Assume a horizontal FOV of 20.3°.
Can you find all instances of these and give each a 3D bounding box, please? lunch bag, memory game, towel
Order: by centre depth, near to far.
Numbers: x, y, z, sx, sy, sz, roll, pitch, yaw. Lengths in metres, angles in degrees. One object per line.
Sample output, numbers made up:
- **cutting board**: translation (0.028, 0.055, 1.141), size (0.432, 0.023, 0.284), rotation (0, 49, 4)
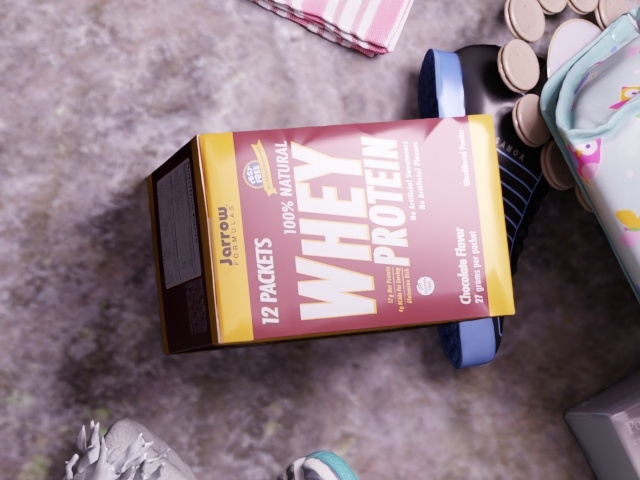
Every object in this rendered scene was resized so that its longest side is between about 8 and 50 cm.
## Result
- **lunch bag**: translation (0.261, -0.040, 1.215), size (0.160, 0.262, 0.223), rotation (-27, 104, 13)
- **towel**: translation (-0.011, -0.233, 1.284), size (0.197, 0.029, 0.144), rotation (25, 78, -11)
- **memory game**: translation (0.190, -0.112, 1.289), size (0.186, 0.012, 0.186), rotation (14, 69, -41)

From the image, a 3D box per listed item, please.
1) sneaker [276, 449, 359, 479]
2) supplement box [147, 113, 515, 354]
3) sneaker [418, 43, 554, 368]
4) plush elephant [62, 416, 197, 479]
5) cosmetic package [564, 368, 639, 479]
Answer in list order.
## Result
- **sneaker**: translation (0.067, 0.252, 1.235), size (0.110, 0.107, 0.275), rotation (-42, 101, -34)
- **supplement box**: translation (0.000, 0.000, 1.177), size (0.191, 0.194, 0.129), rotation (-5, 86, -15)
- **sneaker**: translation (0.124, -0.026, 1.271), size (0.090, 0.081, 0.232), rotation (-2, 85, -10)
- **plush elephant**: translation (-0.121, 0.255, 1.114), size (0.255, 0.272, 0.330), rotation (18, 117, -47)
- **cosmetic package**: translation (0.290, 0.199, 1.280), size (0.127, 0.107, 0.238), rotation (-29, 95, -12)
